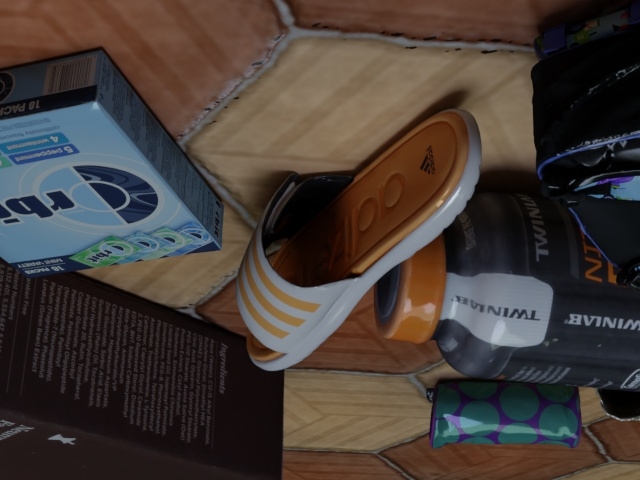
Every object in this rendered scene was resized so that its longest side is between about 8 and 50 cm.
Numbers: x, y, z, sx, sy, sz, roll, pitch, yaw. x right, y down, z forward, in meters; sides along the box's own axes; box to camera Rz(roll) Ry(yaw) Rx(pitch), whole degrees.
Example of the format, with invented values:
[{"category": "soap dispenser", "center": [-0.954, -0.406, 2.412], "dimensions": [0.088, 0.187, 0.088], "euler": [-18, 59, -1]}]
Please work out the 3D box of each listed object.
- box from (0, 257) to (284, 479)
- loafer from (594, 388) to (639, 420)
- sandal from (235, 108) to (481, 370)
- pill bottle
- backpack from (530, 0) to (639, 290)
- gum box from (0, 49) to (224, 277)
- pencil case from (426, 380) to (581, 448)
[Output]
[{"category": "box", "center": [-0.230, 0.130, 0.915], "dimensions": [0.191, 0.143, 0.381], "euler": [-25, 144, 38]}, {"category": "loafer", "center": [0.278, 0.114, 0.922], "dimensions": [0.102, 0.092, 0.268], "euler": [-18, 147, 30]}, {"category": "sandal", "center": [0.000, -0.009, 0.706], "dimensions": [0.076, 0.102, 0.265], "euler": [18, 139, -26]}, {"category": "pill bottle", "center": [0.163, 0.036, 0.740], "dimensions": [0.246, 0.130, 0.130], "euler": [6, 151, -11]}, {"category": "backpack", "center": [0.215, -0.062, 0.573], "dimensions": [0.173, 0.117, 0.158], "euler": [-16, 147, 29]}, {"category": "gum box", "center": [-0.170, -0.040, 0.697], "dimensions": [0.157, 0.041, 0.184], "euler": [-9, 149, 16]}, {"category": "pencil case", "center": [0.183, 0.175, 1.066], "dimensions": [0.152, 0.064, 0.070], "euler": [0, 136, 1]}]
